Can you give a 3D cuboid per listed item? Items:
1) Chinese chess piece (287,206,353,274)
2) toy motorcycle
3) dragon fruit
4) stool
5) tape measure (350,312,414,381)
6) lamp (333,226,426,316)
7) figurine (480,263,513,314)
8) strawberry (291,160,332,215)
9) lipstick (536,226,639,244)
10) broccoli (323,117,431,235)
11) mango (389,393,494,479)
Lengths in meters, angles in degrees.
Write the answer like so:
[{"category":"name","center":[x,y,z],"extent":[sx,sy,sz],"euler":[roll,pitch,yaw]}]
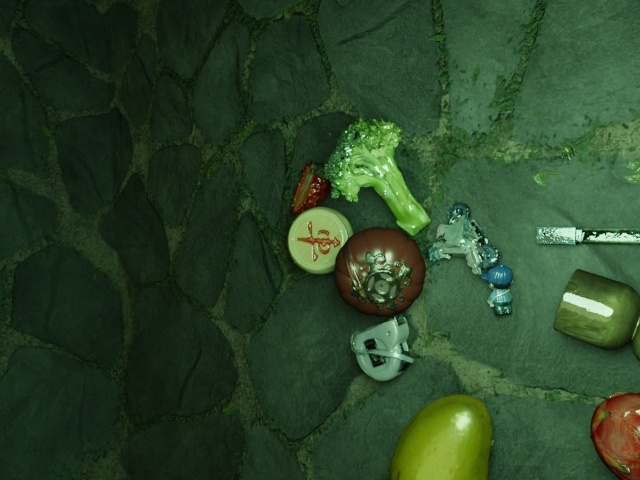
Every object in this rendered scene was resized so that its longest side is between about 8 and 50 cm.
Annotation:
[{"category":"Chinese chess piece","center":[0.000,0.000,1.780],"extent":[0.250,0.097,0.251],"euler":[-1,87,11]},{"category":"toy motorcycle","center":[0.428,0.021,1.512],"extent":[0.204,0.108,0.239],"euler":[-42,37,25]},{"category":"dragon fruit","center":[0.777,0.482,1.153],"extent":[0.240,0.252,0.241],"euler":[1,109,4]},{"category":"stool","center":[0.753,0.196,1.212],"extent":[0.264,0.179,0.179],"euler":[21,101,35]},{"category":"tape measure","center":[0.212,0.379,1.656],"extent":[0.236,0.120,0.197],"euler":[-31,73,37]},{"category":"lamp","center":[0.193,0.104,1.581],"extent":[0.302,0.257,0.304],"euler":[1,108,3]},{"category":"figurine","center":[0.534,0.147,1.445],"extent":[0.086,0.087,0.149],"euler":[-6,85,-1]},{"category":"strawberry","center":[-0.025,-0.184,1.860],"extent":[0.190,0.111,0.237],"euler":[-99,30,-44]},{"category":"lipstick","center":[0.753,-0.010,1.300],"extent":[0.312,0.051,0.051],"euler":[2,88,35]},{"category":"broccoli","center":[0.211,-0.230,1.612],"extent":[0.275,0.396,0.353],"euler":[160,130,-71]},{"category":"mango","center":[0.375,0.672,1.461],"extent":[0.301,0.220,0.445],"euler":[33,105,36]}]
